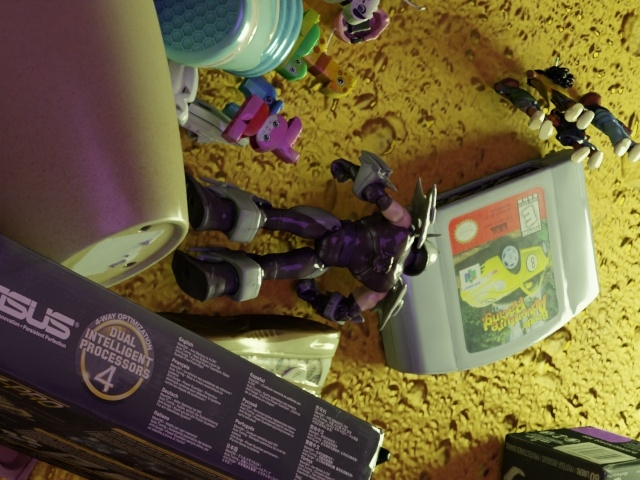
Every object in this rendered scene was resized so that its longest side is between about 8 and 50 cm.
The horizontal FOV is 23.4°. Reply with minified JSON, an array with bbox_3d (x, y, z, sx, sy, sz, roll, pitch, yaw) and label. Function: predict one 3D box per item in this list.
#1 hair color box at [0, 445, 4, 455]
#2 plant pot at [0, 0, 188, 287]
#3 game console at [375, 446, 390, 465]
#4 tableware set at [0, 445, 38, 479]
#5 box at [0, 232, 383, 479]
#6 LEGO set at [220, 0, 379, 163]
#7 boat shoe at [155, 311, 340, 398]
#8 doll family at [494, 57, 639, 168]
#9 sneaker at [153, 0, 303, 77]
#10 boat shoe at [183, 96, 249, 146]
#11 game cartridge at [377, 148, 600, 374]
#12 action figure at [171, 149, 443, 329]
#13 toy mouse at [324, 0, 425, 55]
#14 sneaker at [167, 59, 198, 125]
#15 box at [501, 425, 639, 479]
[{"bbox_3d":[-0.342,0.147,1.346,0.072,0.043,0.141,-38,116,-26],"label":"hair color box"},{"bbox_3d":[-0.217,-0.102,1.196,0.256,0.256,0.274,-17,73,-32],"label":"plant pot"},{"bbox_3d":[-0.002,0.242,1.555,0.107,0.122,0.071,-14,107,-33],"label":"game console"},{"bbox_3d":[-0.272,0.130,1.366,0.141,0.020,0.168,-54,126,-33],"label":"tableware set"},{"bbox_3d":[-0.198,0.114,1.206,0.395,0.318,0.097,30,70,-36],"label":"box"},{"bbox_3d":[-0.008,-0.158,1.486,0.093,0.087,0.227,38,72,-17],"label":"LEGO set"},{"bbox_3d":[-0.099,0.122,1.478,0.285,0.105,0.089,3,100,-38],"label":"boat shoe"},{"bbox_3d":[0.273,-0.142,1.707,0.193,0.111,0.076,33,105,-36],"label":"doll family"},{"bbox_3d":[-0.116,-0.286,1.403,0.208,0.127,0.319,19,54,-71],"label":"sneaker"},{"bbox_3d":[-0.112,-0.110,1.478,0.100,0.035,0.035,28,110,-41],"label":"boat shoe"},{"bbox_3d":[0.188,0.031,1.699,0.294,0.060,0.196,-21,113,-31],"label":"game cartridge"},{"bbox_3d":[0.000,0.000,1.519,0.285,0.099,0.185,4,107,-29],"label":"action figure"},{"bbox_3d":[0.043,-0.254,1.561,0.143,0.031,0.161,10,92,-36],"label":"toy mouse"},{"bbox_3d":[-0.224,-0.084,1.362,0.292,0.110,0.118,-47,112,-20],"label":"sneaker"},{"bbox_3d":[0.301,0.362,1.762,0.143,0.165,0.270,-1,98,-36],"label":"box"}]
